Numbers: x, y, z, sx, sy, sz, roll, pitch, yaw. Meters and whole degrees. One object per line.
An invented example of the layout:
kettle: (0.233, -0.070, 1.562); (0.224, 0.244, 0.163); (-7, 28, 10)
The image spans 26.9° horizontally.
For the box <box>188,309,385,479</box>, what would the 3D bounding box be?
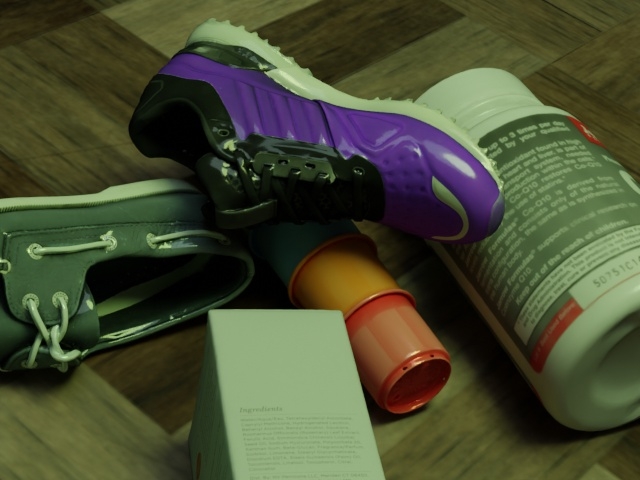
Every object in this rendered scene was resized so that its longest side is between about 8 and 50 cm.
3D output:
box: (-0.025, 0.146, 0.842); (0.091, 0.130, 0.170); (1, 41, -13)

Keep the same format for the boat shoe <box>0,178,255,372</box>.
boat shoe: (-0.185, 0.036, 0.942); (0.319, 0.116, 0.099); (-18, 45, -39)

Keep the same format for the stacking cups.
stacking cups: (0.000, 0.000, 1.055); (0.096, 0.096, 0.316); (-16, 49, -31)

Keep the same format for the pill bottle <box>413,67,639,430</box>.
pill bottle: (0.177, -0.004, 1.051); (0.161, 0.161, 0.283); (-10, 45, -25)

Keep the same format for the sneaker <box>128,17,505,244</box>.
sneaker: (-0.015, -0.048, 0.980); (0.293, 0.102, 0.146); (26, 50, 21)
